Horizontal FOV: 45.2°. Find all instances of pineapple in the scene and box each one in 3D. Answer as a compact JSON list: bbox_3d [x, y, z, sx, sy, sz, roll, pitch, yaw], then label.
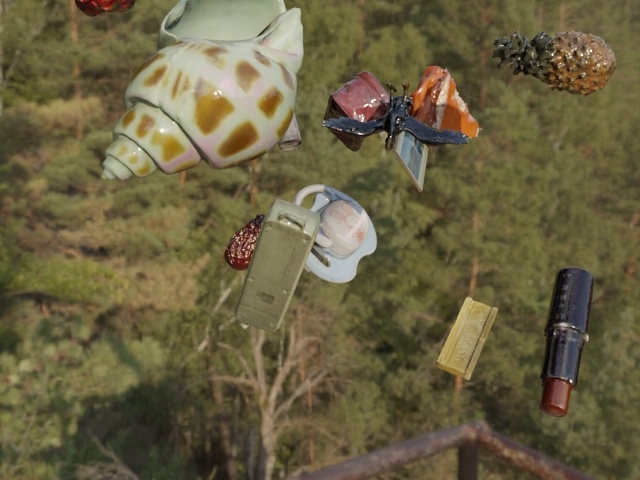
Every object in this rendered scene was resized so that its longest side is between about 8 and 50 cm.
[{"bbox_3d":[0.372,-0.296,1.247,0.197,0.108,0.108,7,12,-14],"label":"pineapple"}]

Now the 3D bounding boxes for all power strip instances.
[{"bbox_3d":[-0.066,0.041,1.126,0.078,0.272,0.052,20,46,-2],"label":"power strip"}]

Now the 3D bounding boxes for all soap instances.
[{"bbox_3d":[0.381,0.252,1.996,0.092,0.037,0.252,21,46,16],"label":"soap"}]

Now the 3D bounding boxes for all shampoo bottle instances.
[{"bbox_3d":[-0.106,-0.354,2.081,0.072,0.214,0.072,-14,-14,-4],"label":"shampoo bottle"}]

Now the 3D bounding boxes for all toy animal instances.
[{"bbox_3d":[0.112,-0.179,1.137,0.220,0.108,0.062,6,-18,11],"label":"toy animal"}]

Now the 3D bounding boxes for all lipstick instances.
[{"bbox_3d":[0.449,0.184,1.409,0.081,0.081,0.300,5,55,23],"label":"lipstick"}]

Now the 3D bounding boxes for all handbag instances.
[{"bbox_3d":[0.100,-0.332,1.987,0.135,0.146,0.225,-39,-7,-11],"label":"handbag"}]

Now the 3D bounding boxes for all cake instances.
[{"bbox_3d":[0.282,-0.296,1.717,0.098,0.135,0.287,12,-1,33],"label":"cake"}]

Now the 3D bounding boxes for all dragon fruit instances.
[{"bbox_3d":[-0.477,-0.603,1.704,0.193,0.192,0.274,10,31,-10],"label":"dragon fruit"}]

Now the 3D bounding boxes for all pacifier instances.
[{"bbox_3d":[0.000,0.000,1.877,0.226,0.238,0.287,-45,6,41],"label":"pacifier"}]

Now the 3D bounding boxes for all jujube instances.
[{"bbox_3d":[-0.182,0.009,2.038,0.166,0.104,0.104,-44,25,-7],"label":"jujube"}]

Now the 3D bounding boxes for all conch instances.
[{"bbox_3d":[-0.163,-0.217,1.104,0.249,0.197,0.368,47,45,11],"label":"conch"}]

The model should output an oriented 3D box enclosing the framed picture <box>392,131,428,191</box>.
[{"bbox_3d":[0.186,-0.183,1.568,0.011,0.109,0.149,-19,35,29],"label":"framed picture"}]
